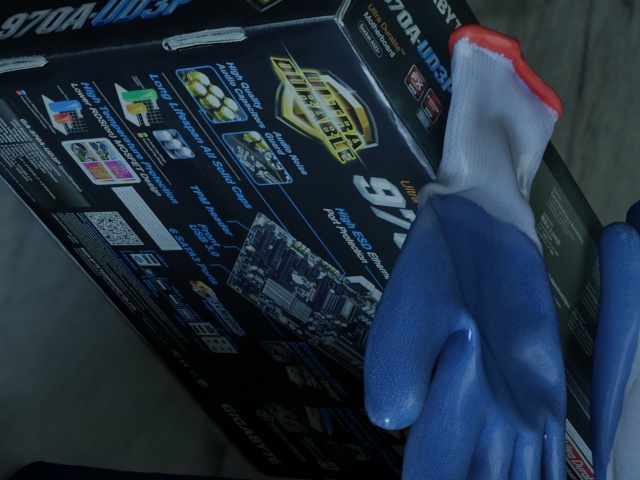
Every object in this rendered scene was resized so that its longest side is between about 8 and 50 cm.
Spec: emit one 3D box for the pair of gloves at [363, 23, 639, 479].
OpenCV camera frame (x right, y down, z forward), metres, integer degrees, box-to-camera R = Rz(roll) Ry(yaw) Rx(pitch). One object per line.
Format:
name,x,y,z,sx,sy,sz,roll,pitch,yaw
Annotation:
pair of gloves,0.075,0.042,0.501,0.198,0.023,0.159,34,56,-46

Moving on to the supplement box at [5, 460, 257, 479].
supplement box,-0.036,0.268,0.516,0.194,0.195,0.356,-31,112,-45

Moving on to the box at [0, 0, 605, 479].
box,0.000,0.000,0.580,0.220,0.175,0.051,53,51,-34
